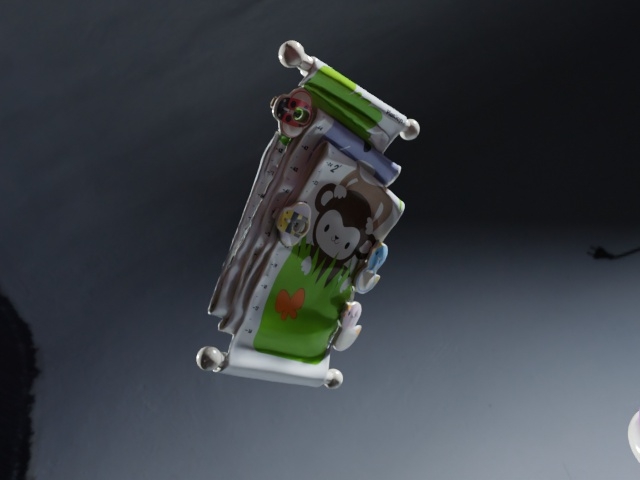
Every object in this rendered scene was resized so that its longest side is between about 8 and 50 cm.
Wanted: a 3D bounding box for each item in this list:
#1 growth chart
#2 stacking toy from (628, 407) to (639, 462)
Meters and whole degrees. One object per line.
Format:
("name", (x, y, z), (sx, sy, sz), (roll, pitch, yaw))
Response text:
("growth chart", (0.000, 0.000, 0.453), (0.021, 0.172, 0.237), (24, 99, 43))
("stacking toy", (0.464, 0.134, 0.701), (0.141, 0.330, 0.141), (2, 32, -1))
